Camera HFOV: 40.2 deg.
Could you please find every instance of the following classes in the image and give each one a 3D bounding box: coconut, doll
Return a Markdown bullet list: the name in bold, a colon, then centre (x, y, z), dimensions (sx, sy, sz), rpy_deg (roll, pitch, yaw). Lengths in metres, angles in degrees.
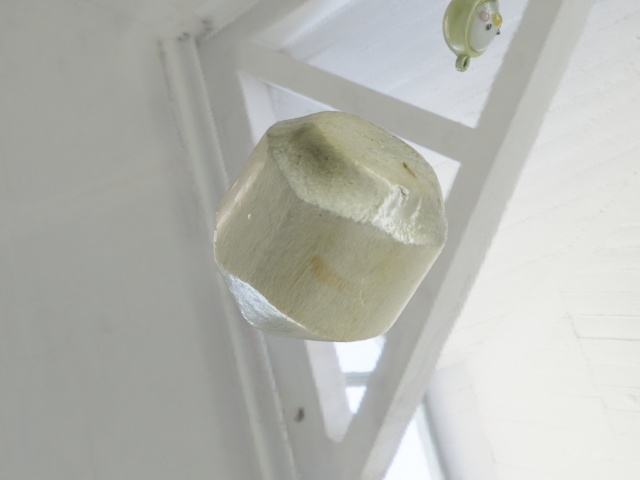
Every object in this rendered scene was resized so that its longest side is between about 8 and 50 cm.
- **coconut**: centre (0.000, 0.000, 0.966), dimensions (0.237, 0.237, 0.266), rpy_deg (51, -56, 29)
- **doll**: centre (0.258, -0.402, 1.329), dimensions (0.117, 0.141, 0.296), rpy_deg (13, -81, 29)
